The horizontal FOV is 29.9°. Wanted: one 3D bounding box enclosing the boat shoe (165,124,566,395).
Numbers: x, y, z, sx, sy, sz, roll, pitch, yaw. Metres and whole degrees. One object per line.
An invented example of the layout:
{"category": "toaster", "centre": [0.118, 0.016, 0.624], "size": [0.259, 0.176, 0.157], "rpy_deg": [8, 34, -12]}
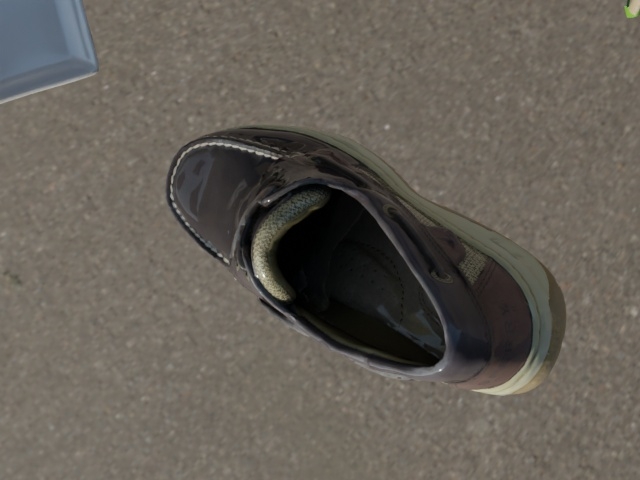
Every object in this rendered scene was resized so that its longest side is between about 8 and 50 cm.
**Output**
{"category": "boat shoe", "centre": [0.000, 0.000, 0.659], "size": [0.285, 0.092, 0.103], "rpy_deg": [31, 106, 39]}

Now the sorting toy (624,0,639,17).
{"category": "sorting toy", "centre": [0.240, -0.199, 0.883], "size": [0.012, 0.062, 0.083], "rpy_deg": [11, 164, 5]}

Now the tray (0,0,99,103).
{"category": "tray", "centre": [-0.309, -0.257, 1.148], "size": [0.145, 0.030, 0.271], "rpy_deg": [-17, 77, -1]}
